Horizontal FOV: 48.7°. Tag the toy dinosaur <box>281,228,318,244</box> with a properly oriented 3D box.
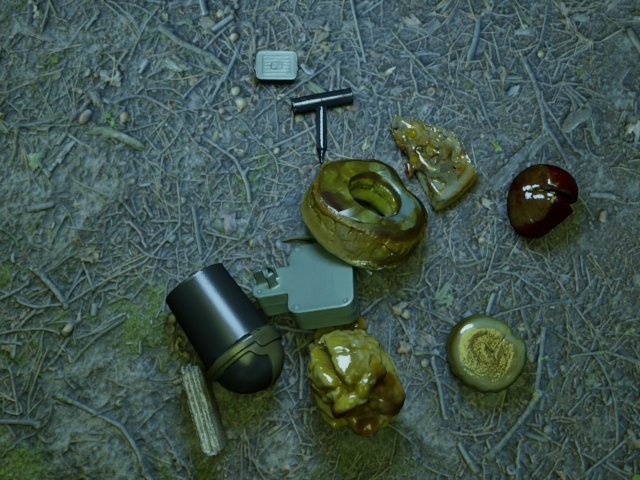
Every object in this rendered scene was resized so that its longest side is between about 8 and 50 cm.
[{"bbox_3d":[-0.001,0.002,1.902,0.187,0.044,0.106,-30,107,16],"label":"toy dinosaur"}]

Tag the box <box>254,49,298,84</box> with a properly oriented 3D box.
[{"bbox_3d":[-0.122,-0.476,1.957,0.123,0.069,0.084,1,84,-2],"label":"box"}]

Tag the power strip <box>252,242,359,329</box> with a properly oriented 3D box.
[{"bbox_3d":[-0.043,0.103,1.804,0.261,0.141,0.229,-9,47,10],"label":"power strip"}]

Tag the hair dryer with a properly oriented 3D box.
[{"bbox_3d":[0.022,-0.316,1.956,0.173,0.050,0.194,-13,87,-3],"label":"hair dryer"}]

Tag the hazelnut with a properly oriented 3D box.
[{"bbox_3d":[0.589,-0.102,1.896,0.178,0.178,0.203,21,87,1],"label":"hazelnut"}]

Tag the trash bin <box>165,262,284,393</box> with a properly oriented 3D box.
[{"bbox_3d":[-0.229,0.238,1.783,0.214,0.214,0.333,-35,82,-6],"label":"trash bin"}]

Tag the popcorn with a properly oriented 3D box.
[{"bbox_3d":[0.072,0.326,1.770,0.225,0.265,0.332,-23,59,19],"label":"popcorn"}]

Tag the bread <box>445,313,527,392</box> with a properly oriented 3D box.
[{"bbox_3d":[0.430,0.298,1.854,0.214,0.105,0.213,0,85,-4],"label":"bread"}]

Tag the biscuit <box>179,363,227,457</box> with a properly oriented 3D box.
[{"bbox_3d":[-0.297,0.428,1.803,0.062,0.108,0.238,-18,83,-3],"label":"biscuit"}]

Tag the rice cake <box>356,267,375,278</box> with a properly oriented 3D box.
[{"bbox_3d":[0.085,0.026,1.913,0.042,0.030,0.180,-39,86,11],"label":"rice cake"}]

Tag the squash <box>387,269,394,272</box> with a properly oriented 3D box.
[{"bbox_3d":[0.188,0.043,1.919,0.027,0.027,0.089,-5,79,-3],"label":"squash"}]

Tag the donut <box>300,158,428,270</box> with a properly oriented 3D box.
[{"bbox_3d":[0.122,-0.084,1.827,0.330,0.160,0.329,15,46,-16],"label":"donut"}]

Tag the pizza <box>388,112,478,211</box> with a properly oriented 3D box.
[{"bbox_3d":[0.306,-0.239,1.941,0.189,0.071,0.296,-30,84,-5],"label":"pizza"}]
